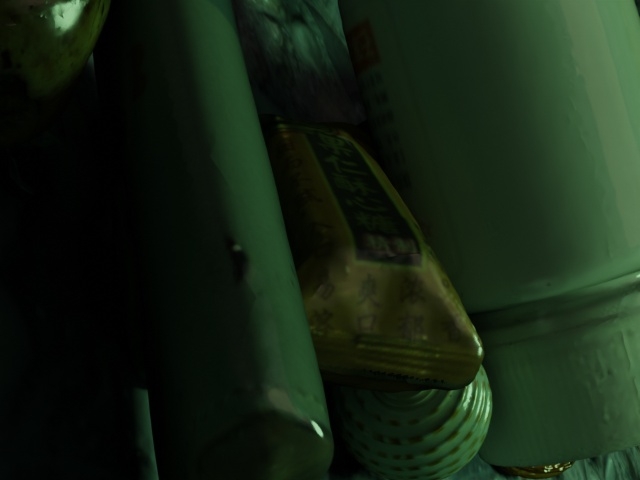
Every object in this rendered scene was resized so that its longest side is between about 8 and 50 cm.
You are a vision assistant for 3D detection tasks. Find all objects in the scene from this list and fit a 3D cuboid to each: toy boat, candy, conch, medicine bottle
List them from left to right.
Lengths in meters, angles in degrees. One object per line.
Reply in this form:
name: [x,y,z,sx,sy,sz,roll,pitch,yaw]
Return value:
toy boat: [-0.149,-0.055,0.624,0.038,0.038,0.083,39,35,-49]
candy: [-0.003,-0.011,0.759,0.143,0.101,0.271,8,33,-20]
conch: [0.056,0.104,0.837,0.153,0.102,0.135,117,-29,-60]
medicine bottle: [0.158,-0.040,0.890,0.211,0.211,0.372,-17,91,-68]

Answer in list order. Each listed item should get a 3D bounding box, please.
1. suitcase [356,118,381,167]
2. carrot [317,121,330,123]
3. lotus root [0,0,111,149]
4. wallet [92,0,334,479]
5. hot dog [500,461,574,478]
suitcase: [0.157,-0.042,1.145,0.236,0.161,0.297,66,19,2]
carrot: [0.000,0.000,0.872,0.067,0.067,0.225,52,25,-31]
lotus root: [-0.172,-0.160,0.507,0.160,0.152,0.275,-3,66,-24]
wallet: [-0.064,-0.016,0.584,0.252,0.083,0.360,100,-20,-57]
hot dog: [0.182,0.162,1.123,0.147,0.065,0.099,33,37,-35]
